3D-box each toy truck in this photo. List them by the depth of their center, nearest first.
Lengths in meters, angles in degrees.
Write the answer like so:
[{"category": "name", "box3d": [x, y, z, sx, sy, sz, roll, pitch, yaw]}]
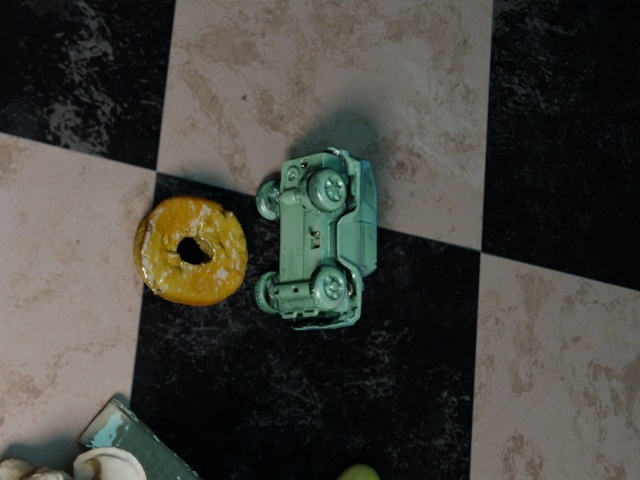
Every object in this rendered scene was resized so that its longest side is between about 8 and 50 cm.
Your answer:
[{"category": "toy truck", "box3d": [0.000, 0.000, 1.665, 0.156, 0.155, 0.279, 9, 77, -43]}]

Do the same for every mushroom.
[{"category": "mushroom", "box3d": [-0.339, 0.387, 1.359, 0.253, 0.195, 0.189, -26, 130, -49]}]

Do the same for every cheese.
[{"category": "cheese", "box3d": [-0.185, 0.386, 1.544, 0.400, 0.034, 0.085, 49, 54, -20]}]

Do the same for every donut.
[{"category": "donut", "box3d": [-0.195, 0.017, 1.576, 0.178, 0.065, 0.162, 24, 74, -32]}]

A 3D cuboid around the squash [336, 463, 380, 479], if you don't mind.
[{"category": "squash", "box3d": [0.045, 0.474, 1.667, 0.083, 0.083, 0.250, 18, 75, -32]}]
